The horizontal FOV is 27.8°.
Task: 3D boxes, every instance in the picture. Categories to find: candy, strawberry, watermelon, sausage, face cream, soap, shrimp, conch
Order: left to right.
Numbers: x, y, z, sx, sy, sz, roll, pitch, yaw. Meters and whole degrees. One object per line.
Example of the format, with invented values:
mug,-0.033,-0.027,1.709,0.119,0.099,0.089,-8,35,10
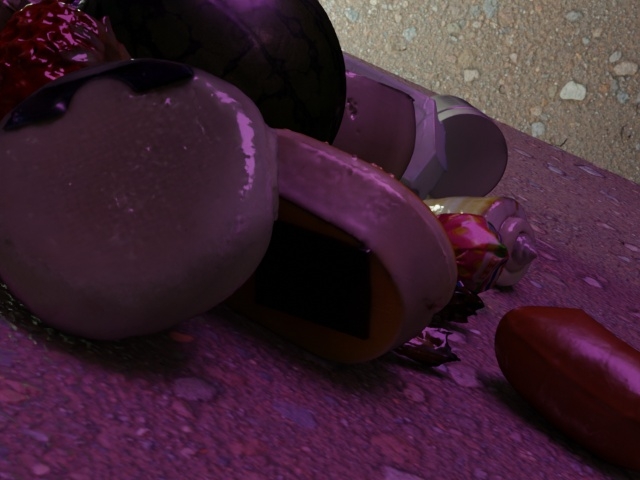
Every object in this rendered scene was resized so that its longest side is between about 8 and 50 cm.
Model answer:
strawberry,-0.320,-0.138,1.395,0.245,0.205,0.205,-18,6,16
watermelon,-0.143,-0.206,1.611,0.363,0.363,0.363,22,15,-6
soap,0.092,-0.198,2.259,0.290,0.173,0.095,30,-20,24
candy,0.080,-0.011,1.774,0.366,0.124,0.124,13,17,-10
shrimp,0.115,0.087,1.554,0.290,0.054,0.222,7,21,-38
face cream,0.241,-0.170,2.397,0.177,0.177,0.153,18,14,-19
conch,0.240,-0.026,1.996,0.255,0.127,0.158,34,19,36
sausage,0.302,0.163,1.447,0.258,0.133,0.133,38,21,33

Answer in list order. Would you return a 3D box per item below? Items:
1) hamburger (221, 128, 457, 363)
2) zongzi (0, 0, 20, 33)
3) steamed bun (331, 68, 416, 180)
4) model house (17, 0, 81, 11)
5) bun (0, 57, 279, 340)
hamburger,0.000,0.000,1.372,0.295,0.227,0.151,32,45,17
zongzi,-0.431,-0.312,2.028,0.256,0.115,0.228,22,10,-29
steamed bun,-0.020,-0.164,1.911,0.324,0.206,0.324,22,6,-2
model house,-0.285,-0.315,1.835,0.237,0.202,0.237,44,24,11
bun,-0.175,-0.024,1.234,0.293,0.293,0.187,29,-21,20
